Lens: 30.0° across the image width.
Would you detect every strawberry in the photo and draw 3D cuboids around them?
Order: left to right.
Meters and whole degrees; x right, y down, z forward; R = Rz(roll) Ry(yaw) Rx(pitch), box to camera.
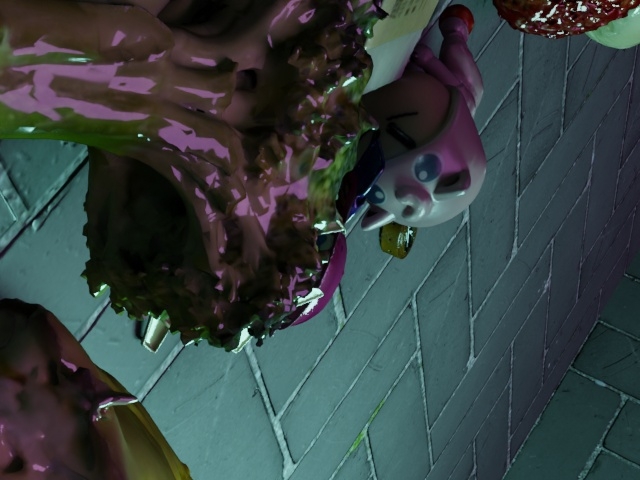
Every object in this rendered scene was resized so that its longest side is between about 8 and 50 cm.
[{"bbox_3d":[0.344,-0.379,1.491,0.274,0.220,0.274,-52,155,-37],"label":"strawberry"}]

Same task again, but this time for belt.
[{"bbox_3d":[0.108,-0.013,1.597,0.059,0.036,0.083,-50,154,-33],"label":"belt"}]

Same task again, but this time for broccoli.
[{"bbox_3d":[-0.131,-0.074,0.796,0.353,0.274,0.397,57,41,-12],"label":"broccoli"}]

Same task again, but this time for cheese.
[{"bbox_3d":[0.000,0.000,1.275,0.244,0.062,0.155,-58,-161,24],"label":"cheese"}]

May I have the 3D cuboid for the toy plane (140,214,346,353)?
[{"bbox_3d":[-0.091,0.023,1.110,0.229,0.092,0.244,-34,143,5],"label":"toy plane"}]

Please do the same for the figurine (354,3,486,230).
[{"bbox_3d":[0.109,-0.140,1.371,0.186,0.176,0.287,45,46,-23],"label":"figurine"}]

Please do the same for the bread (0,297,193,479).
[{"bbox_3d":[-0.216,0.275,0.931,0.361,0.250,0.394,-58,157,-13],"label":"bread"}]

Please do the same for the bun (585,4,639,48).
[{"bbox_3d":[0.463,-0.412,1.823,0.229,0.145,0.229,-168,-90,-81],"label":"bun"}]

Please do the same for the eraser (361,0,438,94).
[{"bbox_3d":[0.084,-0.300,1.139,0.144,0.078,0.343,-31,150,-53],"label":"eraser"}]
